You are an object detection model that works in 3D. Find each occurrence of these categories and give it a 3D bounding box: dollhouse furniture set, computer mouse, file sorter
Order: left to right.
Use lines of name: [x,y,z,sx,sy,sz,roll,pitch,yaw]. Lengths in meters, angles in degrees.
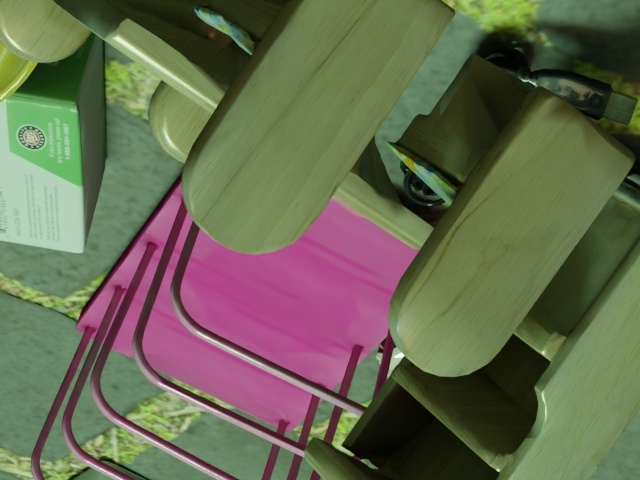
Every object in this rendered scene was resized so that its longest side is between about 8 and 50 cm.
file sorter: [-0.065,0.095,1.348,0.202,0.182,0.291,27,139,-12]
dollhouse furniture set: [0.000,0.000,1.020,0.394,0.362,0.256,33,93,-32]
computer mouse: [0.195,-0.044,1.226,0.262,0.060,0.184,27,145,2]

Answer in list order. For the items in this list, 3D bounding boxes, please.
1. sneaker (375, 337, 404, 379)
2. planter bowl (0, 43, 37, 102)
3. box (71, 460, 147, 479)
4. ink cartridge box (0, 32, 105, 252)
sneaker: [0.066,0.101,1.449,0.070,0.051,0.134,34,142,-10]
planter bowl: [-0.273,-0.154,1.098,0.217,0.090,0.217,2,113,5]
box: [-0.192,0.320,1.720,0.182,0.119,0.181,31,137,-25]
ink cartridge box: [-0.259,-0.086,1.251,0.212,0.093,0.154,7,141,1]
